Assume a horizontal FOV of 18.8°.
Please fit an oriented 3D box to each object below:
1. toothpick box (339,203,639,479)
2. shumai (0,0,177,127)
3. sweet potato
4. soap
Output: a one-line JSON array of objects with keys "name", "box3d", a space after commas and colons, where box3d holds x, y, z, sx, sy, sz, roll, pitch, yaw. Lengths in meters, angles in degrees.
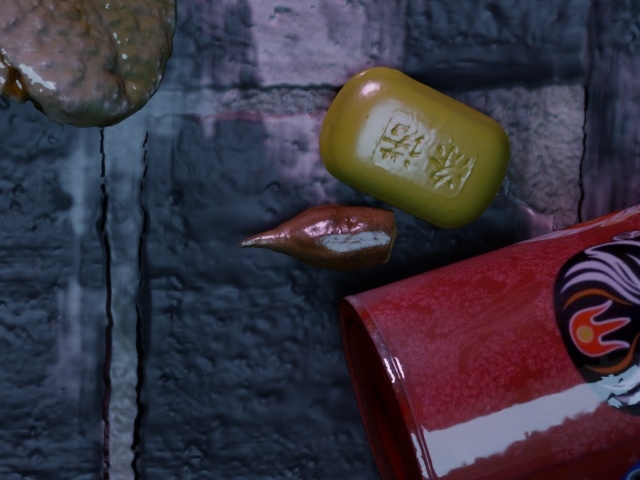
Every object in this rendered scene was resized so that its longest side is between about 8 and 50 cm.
[{"name": "toothpick box", "box3d": [0.201, 0.085, 1.353, 0.333, 0.204, 0.204, -17, 108, -7]}, {"name": "shumai", "box3d": [-0.191, -0.160, 1.241, 0.201, 0.120, 0.201, 18, 66, -46]}, {"name": "sweet potato", "box3d": [0.000, 0.000, 1.365, 0.117, 0.049, 0.049, -3, 105, -8]}, {"name": "soap", "box3d": [0.068, -0.064, 1.364, 0.140, 0.045, 0.089, 25, 94, -18]}]
